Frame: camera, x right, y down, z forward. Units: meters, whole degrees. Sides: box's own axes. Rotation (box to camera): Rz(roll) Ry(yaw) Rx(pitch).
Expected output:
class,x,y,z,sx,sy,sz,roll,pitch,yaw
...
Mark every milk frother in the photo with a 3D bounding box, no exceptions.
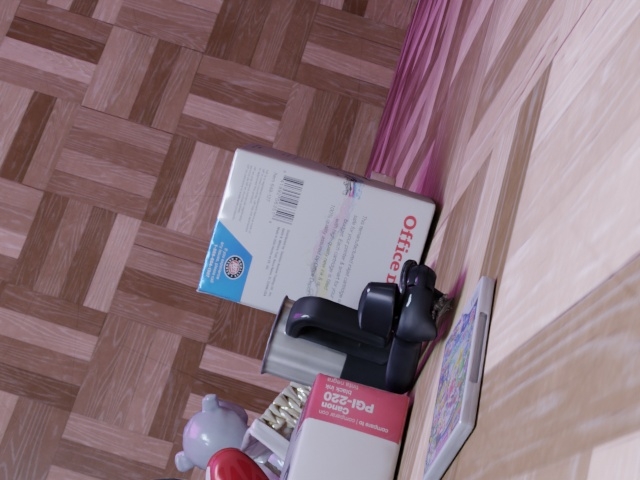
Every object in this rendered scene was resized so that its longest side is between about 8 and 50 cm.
class,x,y,z,sx,sy,sz,roll,pitch,yaw
milk frother,0.027,0.080,1.061,0.143,0.135,0.129,-69,-4,-50

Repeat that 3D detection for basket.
class,x,y,z,sx,sy,sz,roll,pitch,yaw
basket,-0.022,0.245,1.291,0.103,0.113,0.167,-49,-8,-21

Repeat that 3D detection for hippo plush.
class,x,y,z,sx,sy,sz,roll,pitch,yaw
hippo plush,-0.137,0.401,1.855,0.294,0.237,0.234,-89,16,-87

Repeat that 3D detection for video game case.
class,x,y,z,sx,sy,sz,roll,pitch,yaw
video game case,0.094,0.095,0.717,0.087,0.011,0.122,108,179,-50

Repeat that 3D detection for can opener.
class,x,y,z,sx,sy,sz,roll,pitch,yaw
can opener,0.075,0.078,0.914,0.186,0.073,0.059,83,-151,-60

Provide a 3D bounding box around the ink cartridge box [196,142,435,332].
class,x,y,z,sx,sy,sz,roll,pitch,yaw
ink cartridge box,0.000,0.000,1.234,0.168,0.233,0.171,-64,-9,-82

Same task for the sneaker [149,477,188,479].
class,x,y,z,sx,sy,sz,roll,pitch,yaw
sneaker,-0.145,0.435,0.916,0.257,0.169,0.447,124,153,-76

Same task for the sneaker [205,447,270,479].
class,x,y,z,sx,sy,sz,roll,pitch,yaw
sneaker,-0.059,0.341,1.224,0.087,0.221,0.128,-26,-6,-21

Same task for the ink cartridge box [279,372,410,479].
class,x,y,z,sx,sy,sz,roll,pitch,yaw
ink cartridge box,0.001,0.252,0.932,0.158,0.092,0.218,108,176,-57

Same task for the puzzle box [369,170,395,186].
class,x,y,z,sx,sy,sz,roll,pitch,yaw
puzzle box,0.059,0.080,1.913,0.409,0.052,0.272,-74,2,-59
